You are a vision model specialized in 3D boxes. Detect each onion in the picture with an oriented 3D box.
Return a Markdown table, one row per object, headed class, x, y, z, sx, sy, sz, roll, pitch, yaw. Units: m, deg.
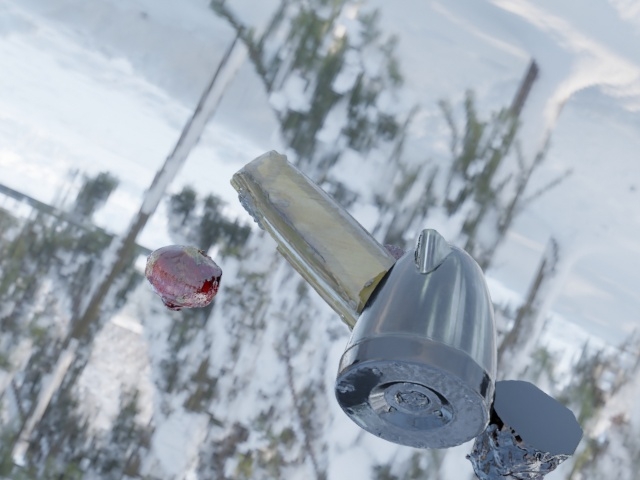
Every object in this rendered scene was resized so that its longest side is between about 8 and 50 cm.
| class | x | y | z | sx | sy | sz | roll | pitch | yaw |
| --- | --- | --- | --- | --- | --- | --- | --- | --- | --- |
| onion | -0.187 | 0.051 | 1.477 | 0.107 | 0.097 | 0.107 | 22 | -172 | -3 |

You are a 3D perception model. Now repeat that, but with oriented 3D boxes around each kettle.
| class | x | y | z | sx | sy | sz | roll | pitch | yaw |
| --- | --- | --- | --- | --- | --- | --- | --- | --- | --- |
| kettle | 0.161 | 0.127 | 1.484 | 0.251 | 0.271 | 0.207 | 39 | 136 | -25 |

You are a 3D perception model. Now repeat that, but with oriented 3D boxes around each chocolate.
| class | x | y | z | sx | sy | sz | roll | pitch | yaw |
| --- | --- | --- | --- | --- | --- | --- | --- | --- | --- |
| chocolate | 0.265 | 0.288 | 1.525 | 0.156 | 0.133 | 0.156 | 23 | -151 | -14 |

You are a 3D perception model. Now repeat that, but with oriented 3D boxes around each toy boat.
| class | x | y | z | sx | sy | sz | roll | pitch | yaw |
| --- | --- | --- | --- | --- | --- | --- | --- | --- | --- |
| toy boat | 0.000 | 0.000 | 1.763 | 0.445 | 0.136 | 0.162 | 46 | 162 | 32 |

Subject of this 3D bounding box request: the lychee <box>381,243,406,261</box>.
| class | x | y | z | sx | sy | sz | roll | pitch | yaw |
| --- | --- | --- | --- | --- | --- | --- | --- | --- | --- |
| lychee | 0.112 | 0.074 | 1.877 | 0.123 | 0.129 | 0.123 | 26 | -160 | -10 |
